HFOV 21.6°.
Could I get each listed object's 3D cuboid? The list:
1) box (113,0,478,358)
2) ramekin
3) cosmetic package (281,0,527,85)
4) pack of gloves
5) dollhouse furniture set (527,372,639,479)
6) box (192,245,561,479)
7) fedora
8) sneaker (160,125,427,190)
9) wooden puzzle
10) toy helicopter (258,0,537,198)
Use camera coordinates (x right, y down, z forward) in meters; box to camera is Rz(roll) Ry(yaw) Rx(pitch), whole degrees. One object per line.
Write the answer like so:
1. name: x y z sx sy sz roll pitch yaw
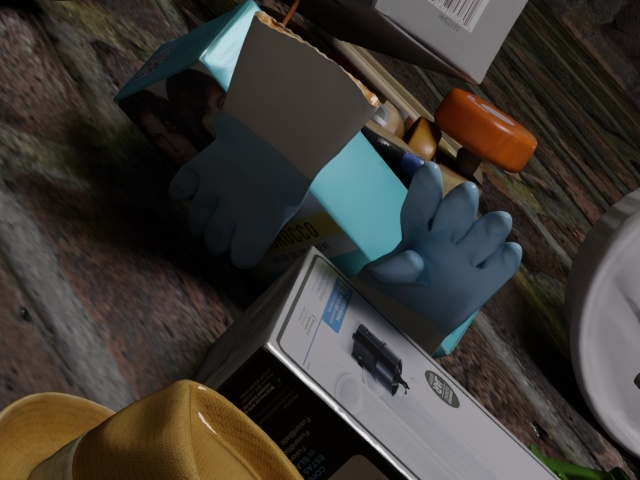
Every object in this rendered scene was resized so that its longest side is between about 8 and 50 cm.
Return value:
1. box: -0.010 -0.027 1.041 0.244 0.100 0.060 49 55 -18
2. ramekin: 0.339 0.063 1.479 0.273 0.273 0.127 40 5 -16
3. cosmetic package: 0.051 -0.217 1.388 0.127 0.107 0.238 31 -4 -30
4. pack of gloves: 0.000 0.000 0.965 0.195 0.232 0.046 36 57 1
5. dollhouse furniture set: 0.296 0.220 1.103 0.151 0.197 0.301 21 29 -56
6. box: 0.060 0.151 0.899 0.290 0.087 0.169 44 17 -5
7. fedora: -0.054 0.123 0.711 0.194 0.079 0.194 40 17 -15
8. sneaker: -0.013 -0.063 1.137 0.221 0.087 0.083 12 78 -36
9. wooden puzzle: 0.073 -0.131 1.631 0.238 0.044 0.221 50 8 1
10. toy helicopter: 0.001 -0.120 1.383 0.235 0.140 0.355 24 15 -31
